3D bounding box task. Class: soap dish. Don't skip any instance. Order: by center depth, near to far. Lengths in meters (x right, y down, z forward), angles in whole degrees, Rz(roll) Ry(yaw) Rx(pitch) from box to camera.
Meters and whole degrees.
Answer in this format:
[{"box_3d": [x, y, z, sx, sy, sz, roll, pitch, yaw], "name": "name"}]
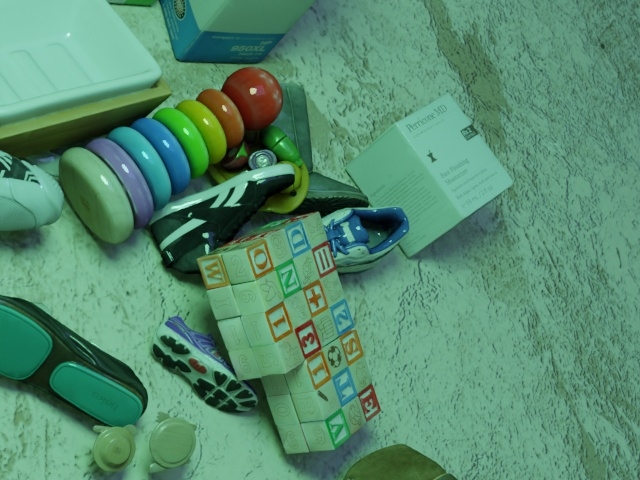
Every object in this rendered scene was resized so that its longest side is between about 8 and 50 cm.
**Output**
[{"box_3d": [-0.379, -0.222, 1.598, 0.290, 0.118, 0.229, -22, 62, -39], "name": "soap dish"}]

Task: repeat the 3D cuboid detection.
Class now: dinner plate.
[{"box_3d": [-0.360, -0.153, 1.671, 0.141, 0.017, 0.141, 16, 59, -28], "name": "dinner plate"}]

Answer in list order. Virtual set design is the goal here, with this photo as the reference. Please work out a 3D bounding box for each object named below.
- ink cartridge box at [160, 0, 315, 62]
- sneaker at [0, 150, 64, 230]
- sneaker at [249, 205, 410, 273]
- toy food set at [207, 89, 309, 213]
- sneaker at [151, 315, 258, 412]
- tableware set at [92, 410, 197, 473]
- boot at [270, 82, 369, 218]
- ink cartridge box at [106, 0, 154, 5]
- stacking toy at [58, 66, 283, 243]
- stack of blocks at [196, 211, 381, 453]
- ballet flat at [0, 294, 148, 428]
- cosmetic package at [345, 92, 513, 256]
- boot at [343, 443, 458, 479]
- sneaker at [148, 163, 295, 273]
[{"box_3d": [-0.096, -0.484, 1.779, 0.166, 0.395, 0.286, -4, 68, -35], "name": "ink cartridge box"}, {"box_3d": [-0.488, -0.002, 1.429, 0.365, 0.137, 0.210, 8, 63, -26], "name": "sneaker"}, {"box_3d": [0.000, 0.000, 1.760, 0.296, 0.131, 0.112, -18, 78, -38], "name": "sneaker"}, {"box_3d": [-0.104, -0.137, 1.759, 0.128, 0.071, 0.218, -39, 78, -25], "name": "toy food set"}, {"box_3d": [-0.146, 0.162, 1.618, 0.170, 0.068, 0.071, 44, 37, -11], "name": "sneaker"}, {"box_3d": [-0.221, 0.295, 1.488, 0.141, 0.020, 0.169, 5, 88, -32], "name": "tableware set"}, {"box_3d": [-0.023, -0.140, 1.866, 0.189, 0.076, 0.209, 8, 55, -30], "name": "boot"}, {"box_3d": [-0.348, -0.443, 1.784, 0.219, 0.092, 0.160, -5, 68, -36], "name": "ink cartridge box"}, {"box_3d": [-0.186, -0.133, 1.649, 0.330, 0.141, 0.141, -34, 87, -26], "name": "stacking toy"}, {"box_3d": [-0.037, 0.130, 1.612, 0.171, 0.087, 0.297, -29, 104, -52], "name": "stack of blocks"}, {"box_3d": [-0.335, 0.138, 1.485, 0.280, 0.095, 0.096, 39, 15, -24], "name": "ballet flat"}, {"box_3d": [0.172, -0.104, 1.918, 0.151, 0.151, 0.184, -33, 86, -42], "name": "cosmetic package"}, {"box_3d": [0.048, 0.375, 1.634, 0.305, 0.112, 0.115, -22, 49, -36], "name": "boot"}, {"box_3d": [-0.122, -0.018, 1.682, 0.216, 0.079, 0.121, -21, 82, -2], "name": "sneaker"}]
